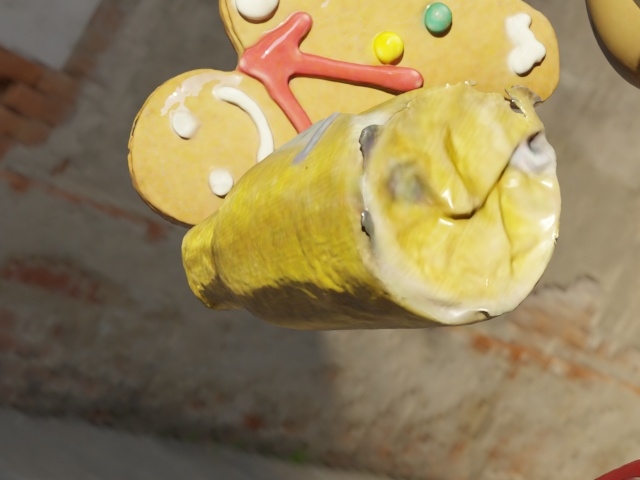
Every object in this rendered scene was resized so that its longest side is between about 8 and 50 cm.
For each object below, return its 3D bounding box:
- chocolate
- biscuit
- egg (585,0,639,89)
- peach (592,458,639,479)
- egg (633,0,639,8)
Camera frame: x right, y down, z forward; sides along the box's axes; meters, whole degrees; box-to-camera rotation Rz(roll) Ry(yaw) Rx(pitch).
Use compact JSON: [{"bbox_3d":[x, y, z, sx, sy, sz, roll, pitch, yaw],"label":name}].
[{"bbox_3d":[0.000,0.000,0.693,0.085,0.086,0.219,28,-18,-19],"label":"chocolate"},{"bbox_3d":[0.015,-0.118,1.408,0.216,0.339,0.047,64,-11,-4],"label":"biscuit"},{"bbox_3d":[0.330,-0.247,1.697,0.201,0.244,0.201,21,13,-5],"label":"egg"},{"bbox_3d":[0.297,0.315,1.429,0.310,0.405,0.335,63,4,-24],"label":"peach"},{"bbox_3d":[0.288,-0.252,1.311,0.186,0.242,0.186,16,18,-5],"label":"egg"}]
